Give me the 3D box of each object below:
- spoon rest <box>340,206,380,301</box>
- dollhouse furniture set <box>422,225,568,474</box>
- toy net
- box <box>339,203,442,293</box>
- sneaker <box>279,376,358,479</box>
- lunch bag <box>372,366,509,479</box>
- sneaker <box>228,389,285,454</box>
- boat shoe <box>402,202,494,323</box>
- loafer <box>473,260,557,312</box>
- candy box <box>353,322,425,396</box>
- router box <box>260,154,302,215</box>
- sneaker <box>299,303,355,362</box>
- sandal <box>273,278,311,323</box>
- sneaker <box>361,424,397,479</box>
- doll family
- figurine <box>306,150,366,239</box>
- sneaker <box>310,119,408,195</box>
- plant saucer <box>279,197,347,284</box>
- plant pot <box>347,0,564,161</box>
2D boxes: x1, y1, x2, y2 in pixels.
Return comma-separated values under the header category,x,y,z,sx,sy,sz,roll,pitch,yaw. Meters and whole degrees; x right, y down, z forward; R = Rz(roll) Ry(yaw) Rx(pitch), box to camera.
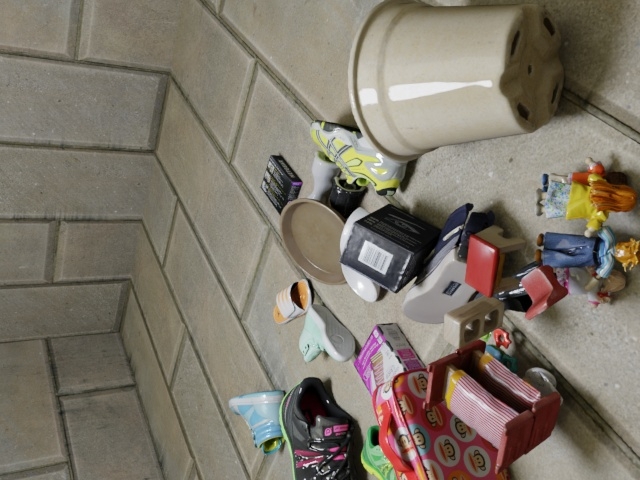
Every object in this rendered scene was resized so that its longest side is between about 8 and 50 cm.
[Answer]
category,x,y,z,sx,sy,sz,roll,pitch,yaw
spoon rest,0.097,0.050,1.581,0.137,0.084,0.276,34,143,41
dollhouse furniture set,0.313,0.191,1.088,0.201,0.152,0.374,34,135,47
toy net,0.396,0.251,1.218,0.232,0.045,0.122,27,112,53
box,0.163,0.012,1.384,0.153,0.207,0.108,29,116,20
sneaker,0.013,0.594,1.704,0.483,0.185,0.202,59,141,37
lunch bag,0.235,0.414,1.273,0.120,0.258,0.293,-49,51,47
sneaker,-0.225,0.642,2.139,0.319,0.127,0.208,-31,64,55
boat shoe,0.285,0.058,1.344,0.340,0.127,0.158,121,169,-58
loafer,0.386,0.107,1.195,0.223,0.076,0.078,-40,50,47
candy box,0.186,0.344,1.525,0.233,0.071,0.159,57,135,40
router box,-0.133,-0.185,2.044,0.179,0.046,0.133,54,133,42
sneaker,0.015,0.312,1.773,0.256,0.094,0.151,51,127,58
sandal,-0.113,0.214,1.992,0.265,0.076,0.102,-45,54,49
sneaker,0.191,0.536,1.486,0.295,0.109,0.123,9,102,58
doll family,0.450,-0.013,1.027,0.163,0.118,0.263,1,92,32
figurine,0.023,-0.120,1.767,0.215,0.092,0.209,59,141,40
sneaker,0.080,-0.227,1.615,0.385,0.145,0.147,35,119,54
plant saucer,0.000,0.000,1.737,0.278,0.041,0.278,23,132,28
plant pot,0.277,-0.314,1.176,0.305,0.334,0.334,10,99,46
